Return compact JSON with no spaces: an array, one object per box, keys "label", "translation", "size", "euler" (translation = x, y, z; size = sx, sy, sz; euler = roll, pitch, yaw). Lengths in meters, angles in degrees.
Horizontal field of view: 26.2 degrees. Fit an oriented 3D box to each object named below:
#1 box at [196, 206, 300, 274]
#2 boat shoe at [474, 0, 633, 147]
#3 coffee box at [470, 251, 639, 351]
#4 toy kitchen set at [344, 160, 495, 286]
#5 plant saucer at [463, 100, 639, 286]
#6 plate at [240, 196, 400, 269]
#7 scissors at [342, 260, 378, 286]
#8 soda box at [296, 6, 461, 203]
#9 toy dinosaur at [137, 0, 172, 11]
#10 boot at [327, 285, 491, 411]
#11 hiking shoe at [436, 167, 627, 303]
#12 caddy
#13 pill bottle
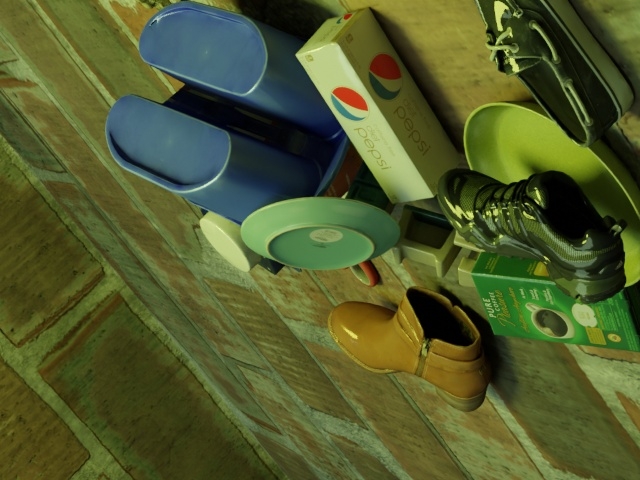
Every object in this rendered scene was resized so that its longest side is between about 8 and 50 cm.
[{"label":"box","translation":[-0.135,-0.023,2.376],"size":[0.225,0.036,0.136],"euler":[32,158,35]},{"label":"boat shoe","translation":[0.188,-0.180,1.229],"size":[0.219,0.070,0.078],"euler":[48,162,-6]},{"label":"coffee box","translation":[0.269,0.068,1.544],"size":[0.184,0.040,0.113],"euler":[4,140,32]},{"label":"toy kitchen set","translation":[0.124,-0.055,1.640],"size":[0.207,0.122,0.166],"euler":[18,153,17]},{"label":"plant saucer","translation":[0.249,-0.054,1.412],"size":[0.241,0.037,0.241],"euler":[40,158,19]},{"label":"plate","translation":[0.000,0.000,1.605],"size":[0.188,0.024,0.188],"euler":[1,156,0]},{"label":"scissors","translation":[0.037,-0.017,2.016],"size":[0.109,0.021,0.297],"euler":[40,163,22]},{"label":"soda box","translation":[0.067,-0.148,1.537],"size":[0.069,0.074,0.216],"euler":[-9,124,46]},{"label":"toy dinosaur","translation":[-0.160,-0.257,1.883],"size":[0.118,0.064,0.268],"euler":[31,162,46]},{"label":"boot","translation":[0.122,0.133,2.003],"size":[0.283,0.109,0.220],"euler":[35,161,24]},{"label":"hiking shoe","translation":[0.214,-0.035,1.375],"size":[0.227,0.086,0.114],"euler":[30,138,31]},{"label":"caddy","translation":[-0.101,-0.149,1.666],"size":[0.179,0.241,0.341],"euler":[22,-178,-42]},{"label":"pill bottle","translation":[-0.049,-0.065,1.783],"size":[0.121,0.216,0.121],"euler":[40,162,16]}]
